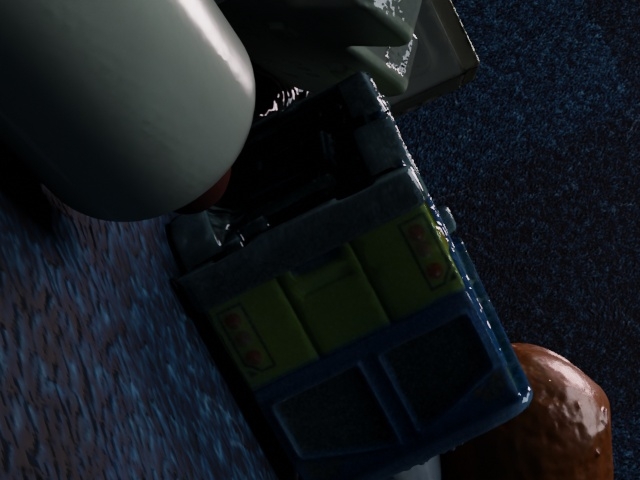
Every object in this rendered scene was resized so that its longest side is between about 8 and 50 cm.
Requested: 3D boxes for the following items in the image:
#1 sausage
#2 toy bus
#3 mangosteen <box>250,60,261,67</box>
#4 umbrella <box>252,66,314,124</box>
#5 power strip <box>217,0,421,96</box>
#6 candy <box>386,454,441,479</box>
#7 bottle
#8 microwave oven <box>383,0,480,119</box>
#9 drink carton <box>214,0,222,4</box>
[{"bbox_3d":[0.163,0.215,1.065,0.153,0.141,0.268,-88,180,-76],"label":"sausage"},{"bbox_3d":[0.014,0.011,0.848,0.190,0.152,0.312,61,6,-17],"label":"toy bus"},{"bbox_3d":[-0.039,-0.308,1.185,0.313,0.297,0.297,25,25,-25],"label":"mangosteen"},{"bbox_3d":[-0.046,-0.100,1.132,0.118,0.118,0.340,66,14,4],"label":"umbrella"},{"bbox_3d":[-0.018,-0.175,0.940,0.265,0.194,0.059,27,76,-47],"label":"power strip"},{"bbox_3d":[0.053,0.146,1.030,0.174,0.071,0.138,-84,153,-79],"label":"candy"},{"bbox_3d":[-0.093,-0.079,0.493,0.245,0.104,0.104,54,12,-60],"label":"bottle"},{"bbox_3d":[0.030,-0.335,1.798,0.354,0.286,0.218,64,5,1],"label":"microwave oven"},{"bbox_3d":[-0.114,-0.228,0.685,0.191,0.185,0.190,67,17,8],"label":"drink carton"}]
